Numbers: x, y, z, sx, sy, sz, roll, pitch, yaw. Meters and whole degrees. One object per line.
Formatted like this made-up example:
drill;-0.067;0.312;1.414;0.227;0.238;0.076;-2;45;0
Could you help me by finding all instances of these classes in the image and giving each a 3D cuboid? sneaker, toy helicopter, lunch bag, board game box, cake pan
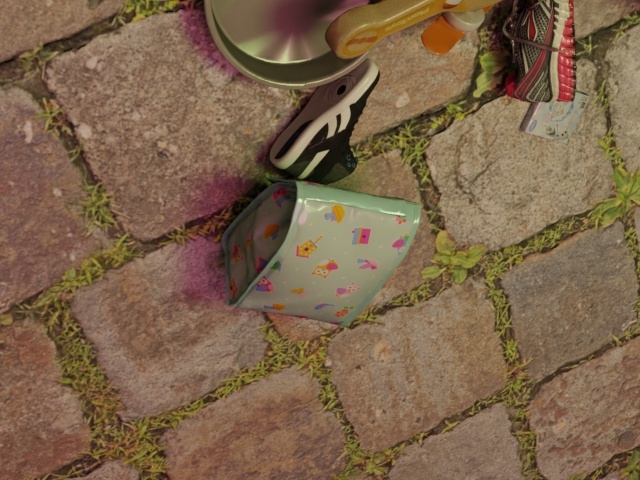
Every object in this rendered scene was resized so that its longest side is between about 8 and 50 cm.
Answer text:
sneaker;0.329;-0.346;1.745;0.112;0.121;0.299;-1;116;13
toy helicopter;0.169;-0.343;1.614;0.355;0.140;0.235;-26;164;-7
lunch bag;0.000;0.000;1.740;0.224;0.160;0.262;11;142;-27
board game box;0.388;-0.212;1.901;0.090;0.020;0.090;12;114;-29
cake pan;-0.028;-0.358;1.619;0.293;0.054;0.293;-10;122;-17
sneaker;0.034;-0.172;1.748;0.217;0.079;0.121;-44;129;17
